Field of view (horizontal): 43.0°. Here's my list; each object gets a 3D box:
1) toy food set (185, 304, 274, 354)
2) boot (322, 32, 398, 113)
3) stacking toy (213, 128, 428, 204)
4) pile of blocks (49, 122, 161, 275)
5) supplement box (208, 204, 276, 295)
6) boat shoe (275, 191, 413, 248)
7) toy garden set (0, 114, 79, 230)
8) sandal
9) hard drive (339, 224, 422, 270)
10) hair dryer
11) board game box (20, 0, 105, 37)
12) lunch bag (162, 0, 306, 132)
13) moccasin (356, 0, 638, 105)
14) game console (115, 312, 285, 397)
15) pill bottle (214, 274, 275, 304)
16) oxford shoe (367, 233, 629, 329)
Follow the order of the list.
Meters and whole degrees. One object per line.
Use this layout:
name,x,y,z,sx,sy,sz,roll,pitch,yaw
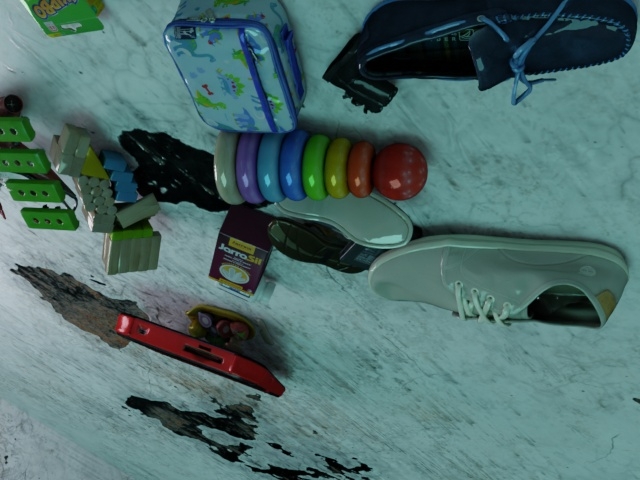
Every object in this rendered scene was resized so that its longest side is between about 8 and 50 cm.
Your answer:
toy food set,-0.231,0.224,1.944,0.217,0.071,0.128,12,146,14
boot,0.066,-0.233,1.152,0.099,0.045,0.121,32,153,-12
stacking toy,0.006,-0.120,1.290,0.330,0.141,0.141,3,143,14
pile of blocks,-0.411,-0.094,1.585,0.113,0.148,0.362,50,160,45
supplement box,-0.151,0.019,1.598,0.104,0.081,0.188,22,147,-1
boat shoe,0.045,-0.049,1.374,0.254,0.095,0.079,13,-170,23
toy garden set,-0.567,-0.129,1.486,0.203,0.049,0.244,3,133,19
sandal,0.000,0.000,1.515,0.219,0.060,0.090,17,140,-21
hard drive,0.107,0.008,1.457,0.094,0.022,0.135,19,139,-21
hair dryer,-0.574,-0.181,1.555,0.223,0.080,0.294,14,149,5
board game box,-0.422,-0.410,1.178,0.124,0.039,0.259,1,139,29
lunch bag,-0.116,-0.254,1.185,0.175,0.090,0.219,6,145,17
moccasin,0.210,-0.231,1.009,0.341,0.117,0.138,1,142,28
game console,-0.289,0.284,1.993,0.386,0.060,0.342,18,168,14
pill bottle,-0.158,0.091,1.717,0.120,0.067,0.067,25,147,-5
oxford shoe,0.286,0.081,1.385,0.448,0.130,0.169,0,145,24
